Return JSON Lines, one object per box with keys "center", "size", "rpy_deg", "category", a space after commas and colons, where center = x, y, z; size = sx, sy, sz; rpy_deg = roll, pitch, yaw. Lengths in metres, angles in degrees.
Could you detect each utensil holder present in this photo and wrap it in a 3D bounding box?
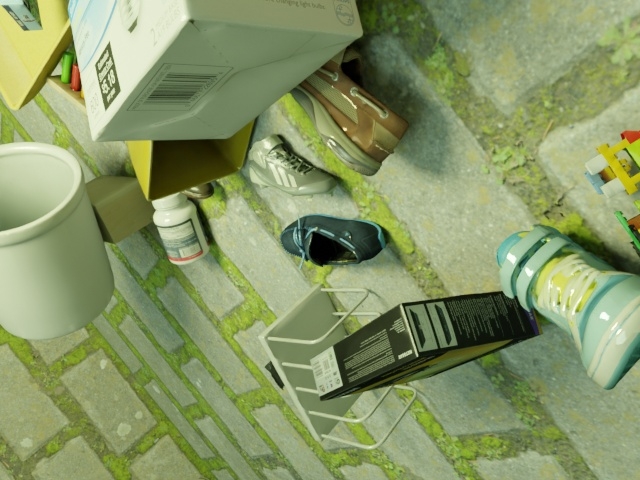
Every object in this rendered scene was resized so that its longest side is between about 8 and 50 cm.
{"center": [-0.697, 0.011, 1.372], "size": [0.328, 0.328, 0.385], "rpy_deg": [30, 142, 26], "category": "utensil holder"}

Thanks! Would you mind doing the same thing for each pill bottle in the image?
{"center": [-0.349, -0.041, 1.386], "size": [0.108, 0.108, 0.180], "rpy_deg": [15, 130, 39], "category": "pill bottle"}

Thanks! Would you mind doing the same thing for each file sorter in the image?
{"center": [0.048, 0.253, 1.151], "size": [0.173, 0.193, 0.277], "rpy_deg": [-7, 116, 46], "category": "file sorter"}

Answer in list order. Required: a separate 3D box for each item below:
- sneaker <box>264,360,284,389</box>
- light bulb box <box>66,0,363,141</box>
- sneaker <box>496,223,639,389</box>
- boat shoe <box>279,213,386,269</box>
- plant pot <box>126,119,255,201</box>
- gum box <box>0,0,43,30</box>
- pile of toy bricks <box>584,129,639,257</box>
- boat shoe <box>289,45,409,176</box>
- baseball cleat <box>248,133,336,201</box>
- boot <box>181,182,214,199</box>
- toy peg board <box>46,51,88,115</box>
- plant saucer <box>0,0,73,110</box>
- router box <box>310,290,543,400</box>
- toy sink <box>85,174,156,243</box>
{"center": [-0.098, 0.350, 1.510], "size": [0.089, 0.051, 0.170], "rpy_deg": [47, 148, 5], "category": "sneaker"}
{"center": [-0.172, -0.356, 0.728], "size": [0.358, 0.225, 0.360], "rpy_deg": [-20, 82, 52], "category": "light bulb box"}
{"center": [0.290, 0.059, 0.667], "size": [0.208, 0.319, 0.127], "rpy_deg": [39, 99, 25], "category": "sneaker"}
{"center": [0.000, 0.000, 1.066], "size": [0.258, 0.089, 0.109], "rpy_deg": [-7, 115, 49], "category": "boat shoe"}
{"center": [-0.269, -0.235, 1.070], "size": [0.187, 0.212, 0.212], "rpy_deg": [54, 146, 20], "category": "plant pot"}
{"center": [-0.565, -0.504, 1.040], "size": [0.157, 0.041, 0.184], "rpy_deg": [-166, 69, -74], "category": "gum box"}
{"center": [0.397, -0.032, 0.629], "size": [0.105, 0.118, 0.212], "rpy_deg": [-34, 82, 19], "category": "pile of toy bricks"}
{"center": [0.013, -0.245, 0.841], "size": [0.116, 0.123, 0.324], "rpy_deg": [-42, 77, 21], "category": "boat shoe"}
{"center": [-0.063, -0.137, 1.032], "size": [0.206, 0.072, 0.109], "rpy_deg": [11, 122, 36], "category": "baseball cleat"}
{"center": [-0.320, -0.185, 1.255], "size": [0.219, 0.082, 0.106], "rpy_deg": [38, 145, 19], "category": "boot"}
{"center": [-0.471, -0.348, 1.220], "size": [0.161, 0.161, 0.079], "rpy_deg": [37, 127, 18], "category": "toy peg board"}
{"center": [-0.627, -0.505, 1.203], "size": [0.333, 0.081, 0.332], "rpy_deg": [-38, 79, 30], "category": "plant saucer"}
{"center": [0.157, 0.175, 0.919], "size": [0.309, 0.243, 0.080], "rpy_deg": [-46, 54, 54], "category": "router box"}
{"center": [-0.587, -0.087, 1.563], "size": [0.234, 0.153, 0.131], "rpy_deg": [9, 127, 41], "category": "toy sink"}
